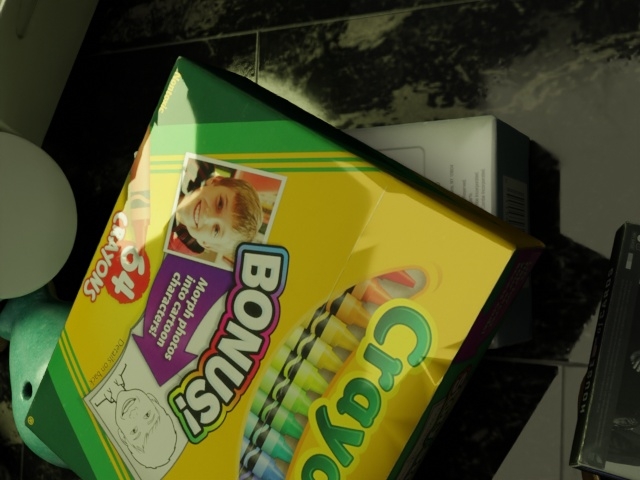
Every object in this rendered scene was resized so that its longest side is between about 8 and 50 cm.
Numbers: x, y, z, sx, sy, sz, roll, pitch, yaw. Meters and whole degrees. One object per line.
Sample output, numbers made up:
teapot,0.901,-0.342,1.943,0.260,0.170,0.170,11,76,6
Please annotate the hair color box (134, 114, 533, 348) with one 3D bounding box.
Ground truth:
hair color box,0.000,0.000,0.759,0.374,0.113,0.186,-1,87,29

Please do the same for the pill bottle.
pill bottle,-0.457,-0.016,0.928,0.362,0.210,0.210,-4,84,41

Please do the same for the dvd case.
dvd case,0.307,0.101,0.549,0.238,0.029,0.179,16,74,7

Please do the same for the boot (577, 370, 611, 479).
boot,0.243,0.240,0.606,0.112,0.115,0.306,-13,81,26

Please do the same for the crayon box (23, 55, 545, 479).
crayon box,-0.050,0.085,0.658,0.313,0.106,0.363,33,105,25

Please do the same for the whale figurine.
whale figurine,-0.295,0.133,0.899,0.272,0.141,0.216,39,106,29

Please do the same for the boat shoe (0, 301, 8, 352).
boat shoe,-0.467,0.132,1.048,0.178,0.064,0.060,-27,43,24

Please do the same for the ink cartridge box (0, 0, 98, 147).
ink cartridge box,-0.480,-0.296,0.939,0.394,0.166,0.286,16,82,14
